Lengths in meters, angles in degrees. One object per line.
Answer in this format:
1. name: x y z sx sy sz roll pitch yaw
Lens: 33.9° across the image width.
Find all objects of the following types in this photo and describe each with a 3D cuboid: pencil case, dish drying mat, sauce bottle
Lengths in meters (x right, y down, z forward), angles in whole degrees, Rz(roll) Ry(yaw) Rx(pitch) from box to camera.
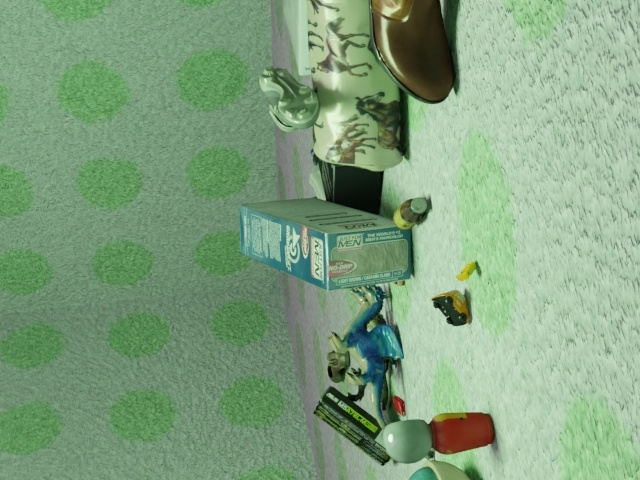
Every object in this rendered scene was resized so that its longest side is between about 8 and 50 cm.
1. pencil case: 0.049 -0.326 1.744 0.183 0.159 0.411 30 130 56
2. dish drying mat: 0.156 0.329 2.083 0.083 0.008 0.032 175 88 -83
3. sauce bottle: 0.146 -0.045 1.692 0.128 0.042 0.042 120 143 -82

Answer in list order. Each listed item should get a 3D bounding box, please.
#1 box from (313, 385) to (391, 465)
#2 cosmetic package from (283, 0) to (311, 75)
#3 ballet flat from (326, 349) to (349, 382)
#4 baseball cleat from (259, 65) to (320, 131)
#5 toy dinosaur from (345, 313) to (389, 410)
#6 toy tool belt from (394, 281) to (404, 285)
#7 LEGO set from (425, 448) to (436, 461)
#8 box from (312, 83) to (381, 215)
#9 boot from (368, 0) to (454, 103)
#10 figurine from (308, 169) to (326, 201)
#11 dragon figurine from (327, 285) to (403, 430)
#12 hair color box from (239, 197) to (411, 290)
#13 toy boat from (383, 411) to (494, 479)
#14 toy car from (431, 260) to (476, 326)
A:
1. box: 0.076 0.384 2.159 0.045 0.190 0.184 -52 -8 -15
2. cosmetic package: 0.007 -0.481 2.047 0.224 0.138 0.225 91 171 -46
3. ballet flat: 0.037 0.337 2.853 0.250 0.058 0.084 108 156 -73
4. baseball cleat: -0.041 -0.217 1.748 0.206 0.072 0.109 -120 9 -52
5. toy dinosaur: 0.102 0.271 2.141 0.064 0.118 0.268 18 127 35
6. toy tool belt: 0.122 0.051 1.935 0.052 0.051 0.083 93 168 -53
7. LEGO set: 0.184 0.376 1.827 0.054 0.023 0.083 -129 33 -77
8. box: 0.050 -0.189 2.109 0.184 0.103 0.261 87 174 -52
9. boot: 0.153 -0.318 1.308 0.280 0.096 0.264 -13 94 68
10. figurine: 0.039 -0.042 2.461 0.215 0.092 0.210 100 155 -64
11. dragon figurine: 0.110 0.215 2.036 0.289 0.144 0.085 62 165 15
12. hair color box: 0.000 0.000 1.917 0.347 0.173 0.105 19 113 59
13. toy boat: 0.164 0.375 1.484 0.267 0.148 0.318 -109 14 -62
14. toy car: 0.202 0.073 1.451 0.040 0.060 0.122 -49 -2 -34
